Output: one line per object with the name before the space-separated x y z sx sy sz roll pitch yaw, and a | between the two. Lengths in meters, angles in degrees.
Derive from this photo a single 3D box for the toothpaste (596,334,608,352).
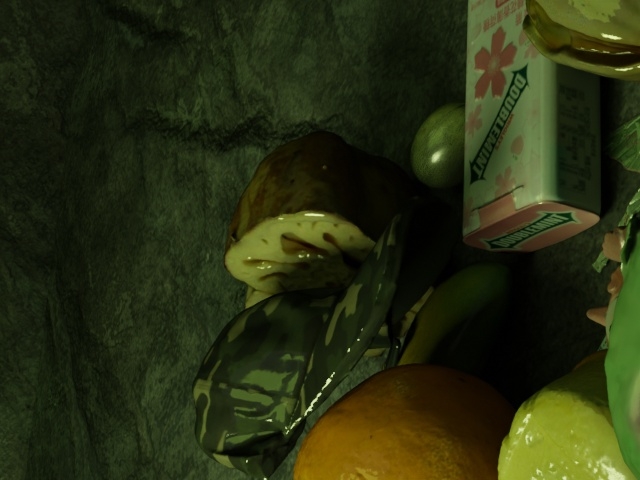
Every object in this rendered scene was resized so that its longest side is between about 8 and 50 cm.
toothpaste | 0.315 0.171 1.548 0.233 0.038 0.060 -64 35 16

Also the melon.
melon | 0.177 -0.131 1.860 0.131 0.098 0.098 -55 35 26

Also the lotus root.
lotus root | 0.000 0.000 1.929 0.316 0.316 0.250 -48 29 41

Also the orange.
orange | 0.116 0.300 1.570 0.312 0.312 0.312 -33 50 51

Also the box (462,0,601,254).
box | 0.267 -0.183 1.715 0.190 0.112 0.370 -25 55 56

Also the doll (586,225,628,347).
doll | 0.362 0.090 1.432 0.211 0.093 0.262 -54 42 46

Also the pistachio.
pistachio | 0.348 -0.271 1.519 0.288 0.197 0.166 25 145 39

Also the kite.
kite | 0.379 -0.068 1.564 0.250 0.012 0.229 -67 29 19

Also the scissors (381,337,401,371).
scissors | 0.093 0.177 1.843 0.220 0.017 0.088 97 -175 -65

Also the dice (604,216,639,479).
dice | 0.444 0.088 1.059 0.322 0.318 0.330 16 92 61

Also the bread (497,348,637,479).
bread | 0.305 0.248 1.360 0.270 0.148 0.270 31 131 44

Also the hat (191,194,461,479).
hat | -0.005 0.089 1.709 0.366 0.257 0.382 -42 -32 -58

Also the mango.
mango | 0.173 0.123 1.766 0.237 0.091 0.137 -65 32 12
